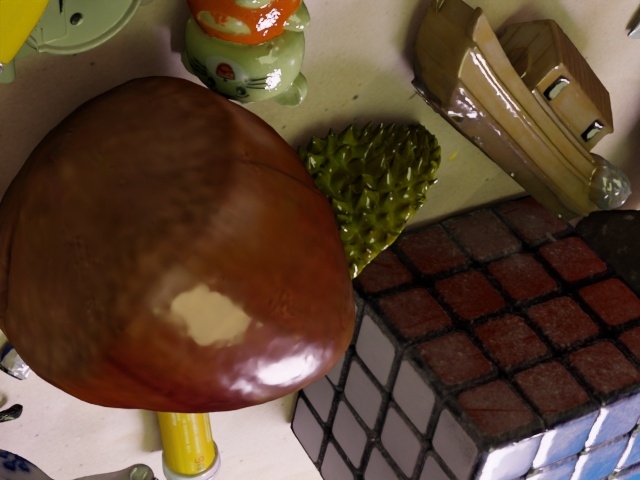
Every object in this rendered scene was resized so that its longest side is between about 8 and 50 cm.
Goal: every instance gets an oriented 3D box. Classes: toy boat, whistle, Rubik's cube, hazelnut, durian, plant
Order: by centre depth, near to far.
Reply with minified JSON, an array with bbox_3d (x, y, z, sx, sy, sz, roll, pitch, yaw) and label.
[{"bbox_3d":[-0.070,-0.228,1.529,0.288,0.131,0.106,93,22,-50],"label":"whistle"},{"bbox_3d":[-0.135,0.020,1.571,0.372,0.372,0.315,31,83,-53],"label":"hazelnut"},{"bbox_3d":[-0.005,0.001,1.821,0.355,0.157,0.169,-39,161,1],"label":"durian"},{"bbox_3d":[0.240,-0.155,1.881,0.162,0.136,0.445,-48,143,6],"label":"toy boat"},{"bbox_3d":[0.199,0.197,2.051,0.344,0.344,0.337,-14,138,-28],"label":"Rubik's cube"},{"bbox_3d":[0.488,0.048,2.150,0.194,0.321,0.181,0,98,-48],"label":"plant"}]

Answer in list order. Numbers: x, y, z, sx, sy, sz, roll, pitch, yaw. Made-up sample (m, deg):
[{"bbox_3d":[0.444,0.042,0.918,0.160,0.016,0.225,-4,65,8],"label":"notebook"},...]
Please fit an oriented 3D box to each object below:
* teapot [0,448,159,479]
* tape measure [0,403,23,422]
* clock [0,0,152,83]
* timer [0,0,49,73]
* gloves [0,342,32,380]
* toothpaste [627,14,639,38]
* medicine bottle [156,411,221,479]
[{"bbox_3d":[-0.372,0.338,1.757,0.424,0.252,0.280,-23,170,-22],"label":"teapot"},{"bbox_3d":[-0.392,0.166,1.763,0.180,0.104,0.107,-37,139,-70],"label":"tape measure"},{"bbox_3d":[-0.219,-0.228,1.451,0.191,0.062,0.151,-23,142,-22],"label":"clock"},{"bbox_3d":[-0.289,-0.260,1.199,0.285,0.285,0.285,-24,142,-20],"label":"timer"},{"bbox_3d":[-0.304,0.114,1.789,0.086,0.026,0.064,-49,145,6],"label":"gloves"},{"bbox_3d":[0.425,-0.314,1.951,0.048,0.029,0.197,-2,134,-40],"label":"toothpaste"},{"bbox_3d":[-0.163,0.206,1.976,0.074,0.074,0.218,-25,141,-18],"label":"medicine bottle"}]
